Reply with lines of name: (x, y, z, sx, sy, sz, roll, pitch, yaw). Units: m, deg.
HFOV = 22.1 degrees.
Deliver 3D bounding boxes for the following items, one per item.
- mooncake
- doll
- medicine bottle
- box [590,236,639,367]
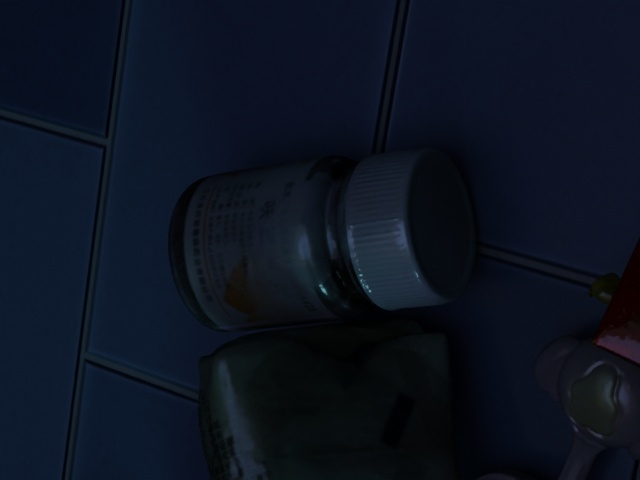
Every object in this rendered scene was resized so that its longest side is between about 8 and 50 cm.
mooncake: (0.006, 0.205, 1.581, 0.136, 0.250, 0.255, 156, 111, -67)
doll: (0.237, 0.210, 1.544, 0.160, 0.094, 0.365, 36, 113, 24)
medicine bottle: (0.000, 0.000, 1.608, 0.273, 0.165, 0.165, -8, 94, 32)
box: (0.385, -0.011, 1.372, 0.197, 0.089, 0.313, 25, 91, 25)
